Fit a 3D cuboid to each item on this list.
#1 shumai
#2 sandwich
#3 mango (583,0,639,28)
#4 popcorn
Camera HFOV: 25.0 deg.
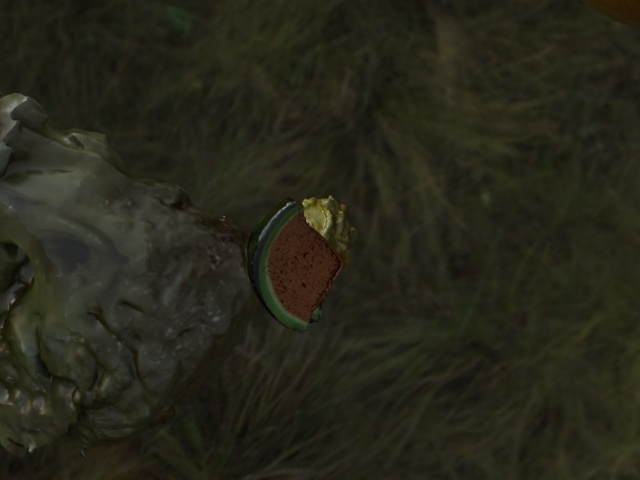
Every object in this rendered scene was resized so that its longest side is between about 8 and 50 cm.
[{"bbox_3d":[-0.238,0.028,1.278,0.283,0.346,0.217,51,36,-39],"label":"shumai"},{"bbox_3d":[-0.020,0.021,1.077,0.069,0.026,0.101,-37,119,-1],"label":"sandwich"},{"bbox_3d":[0.331,-0.321,1.321,0.221,0.378,0.264,27,98,-23],"label":"mango"},{"bbox_3d":[0.000,0.000,1.361,0.057,0.083,0.082,-7,37,24],"label":"popcorn"}]
